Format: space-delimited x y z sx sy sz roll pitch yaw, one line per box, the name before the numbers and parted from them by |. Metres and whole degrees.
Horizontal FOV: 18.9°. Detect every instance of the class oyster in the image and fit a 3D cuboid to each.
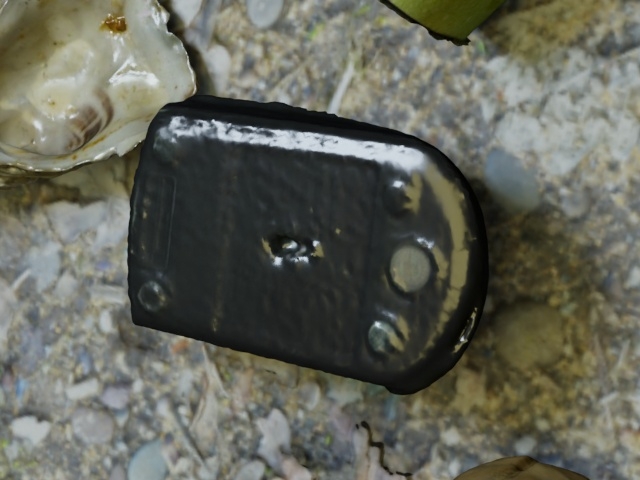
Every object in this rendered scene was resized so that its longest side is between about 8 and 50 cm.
oyster | -0.206 -0.105 1.373 0.233 0.107 0.161 -26 78 7

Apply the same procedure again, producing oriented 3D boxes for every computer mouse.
computer mouse | 0.000 0.000 1.272 0.269 0.100 0.170 13 98 28

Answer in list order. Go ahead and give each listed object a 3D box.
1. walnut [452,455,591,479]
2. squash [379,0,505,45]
walnut | 0.123 0.219 1.210 0.167 0.149 0.166 -1 89 49
squash | 0.107 -0.216 1.192 0.187 0.123 0.123 -41 77 24
